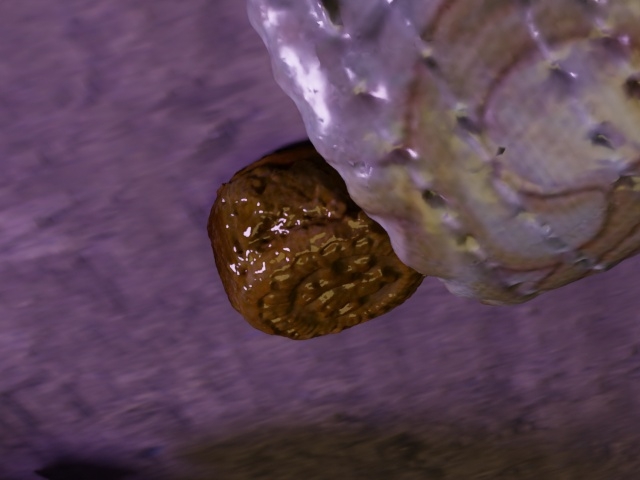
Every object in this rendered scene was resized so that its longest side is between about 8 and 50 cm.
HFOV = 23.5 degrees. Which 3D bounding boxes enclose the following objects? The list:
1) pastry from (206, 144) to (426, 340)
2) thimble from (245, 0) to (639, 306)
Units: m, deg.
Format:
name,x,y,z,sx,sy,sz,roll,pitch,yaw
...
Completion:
name,x,y,z,sx,sy,sz,roll,pitch,yaw
pastry,0.000,0.000,0.701,0.097,0.057,0.109,-35,147,25
thimble,0.076,-0.072,0.526,0.143,0.137,0.190,-25,134,25
